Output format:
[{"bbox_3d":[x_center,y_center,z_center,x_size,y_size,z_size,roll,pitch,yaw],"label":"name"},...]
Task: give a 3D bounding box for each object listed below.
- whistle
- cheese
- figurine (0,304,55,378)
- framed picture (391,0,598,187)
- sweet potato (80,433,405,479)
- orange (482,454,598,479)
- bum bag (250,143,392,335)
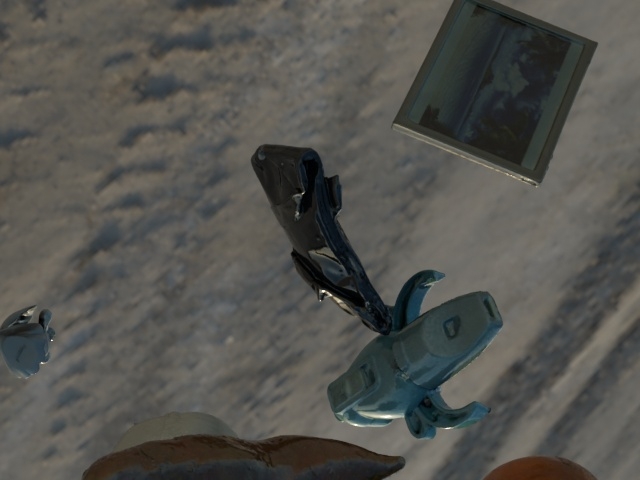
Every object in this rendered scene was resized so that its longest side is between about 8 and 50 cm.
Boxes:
[{"bbox_3d":[0.102,0.140,1.607,0.093,0.186,0.274,9,145,-40],"label":"whistle"},{"bbox_3d":[-0.196,0.325,1.957,0.189,0.154,0.198,-19,-158,20],"label":"cheese"},{"bbox_3d":[-0.373,0.126,1.831,0.094,0.082,0.086,-61,171,16],"label":"figurine"},{"bbox_3d":[0.262,-0.230,2.094,0.024,0.232,0.315,105,9,-52],"label":"framed picture"},{"bbox_3d":[-0.083,0.232,1.344,0.354,0.095,0.106,4,154,-38],"label":"sweet potato"},{"bbox_3d":[0.309,0.426,1.900,0.226,0.284,0.284,-33,159,2],"label":"orange"},{"bbox_3d":[0.000,0.000,1.590,0.060,0.248,0.123,-32,-161,-26],"label":"bum bag"}]
